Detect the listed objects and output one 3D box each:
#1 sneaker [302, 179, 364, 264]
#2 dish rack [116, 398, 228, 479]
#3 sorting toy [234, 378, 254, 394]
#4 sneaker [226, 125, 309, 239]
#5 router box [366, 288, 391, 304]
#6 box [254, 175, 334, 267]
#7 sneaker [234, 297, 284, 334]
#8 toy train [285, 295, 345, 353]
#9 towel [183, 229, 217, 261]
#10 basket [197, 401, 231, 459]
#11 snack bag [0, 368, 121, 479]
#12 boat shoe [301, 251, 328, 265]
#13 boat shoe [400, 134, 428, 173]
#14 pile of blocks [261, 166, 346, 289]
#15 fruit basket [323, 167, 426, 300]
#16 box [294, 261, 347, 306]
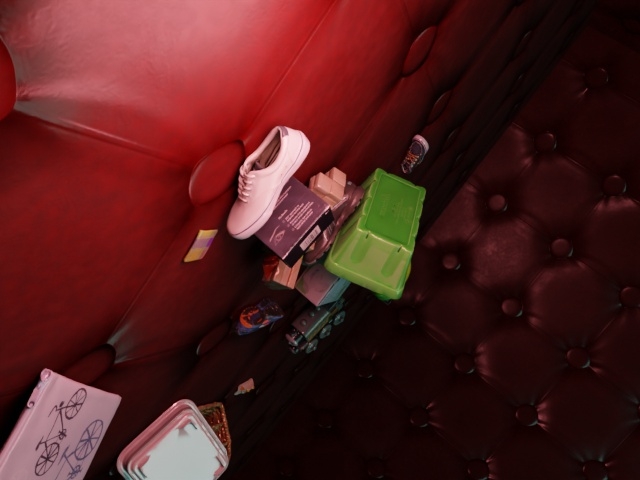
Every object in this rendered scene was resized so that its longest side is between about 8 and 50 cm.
[{"bbox_3d":[0.015,-0.056,1.391,0.267,0.106,0.101,-58,-177,-7],"label":"sneaker"},{"bbox_3d":[-0.448,0.712,1.583,0.285,0.072,0.333,-41,122,-30],"label":"dish rack"},{"bbox_3d":[-0.333,0.640,2.130,0.075,0.045,0.083,-36,169,21],"label":"sorting toy"},{"bbox_3d":[-0.128,-0.120,0.995,0.091,0.094,0.258,19,108,-50],"label":"sneaker"},{"bbox_3d":[0.206,0.120,1.742,0.133,0.179,0.046,-57,164,9],"label":"router box"},{"bbox_3d":[-0.079,-0.052,1.107,0.156,0.158,0.093,-48,162,-7],"label":"box"},{"bbox_3d":[-0.200,0.246,1.591,0.087,0.083,0.221,-44,162,26],"label":"sneaker"},{"bbox_3d":[-0.021,0.345,2.157,0.334,0.142,0.190,-43,150,-17],"label":"toy train"},{"bbox_3d":[-0.254,0.011,1.046,0.083,0.009,0.060,-57,161,18],"label":"towel"},{"bbox_3d":[-0.422,0.760,1.832,0.223,0.213,0.299,-48,163,-5],"label":"basket"},{"bbox_3d":[-0.543,0.438,0.974,0.343,0.037,0.323,85,24,-64],"label":"snack bag"},{"bbox_3d":[0.002,-0.002,1.556,0.118,0.103,0.320,-48,162,29],"label":"boat shoe"},{"bbox_3d":[0.341,-0.308,1.809,0.083,0.065,0.183,-49,164,-11],"label":"boat shoe"},{"bbox_3d":[-0.072,-0.042,1.288,0.112,0.149,0.362,29,92,-30],"label":"pile of blocks"},{"bbox_3d":[0.173,0.025,1.526,0.392,0.282,0.392,-156,-90,-89],"label":"fruit basket"},{"bbox_3d":[0.058,0.101,1.836,0.262,0.126,0.231,-54,162,13],"label":"box"}]
